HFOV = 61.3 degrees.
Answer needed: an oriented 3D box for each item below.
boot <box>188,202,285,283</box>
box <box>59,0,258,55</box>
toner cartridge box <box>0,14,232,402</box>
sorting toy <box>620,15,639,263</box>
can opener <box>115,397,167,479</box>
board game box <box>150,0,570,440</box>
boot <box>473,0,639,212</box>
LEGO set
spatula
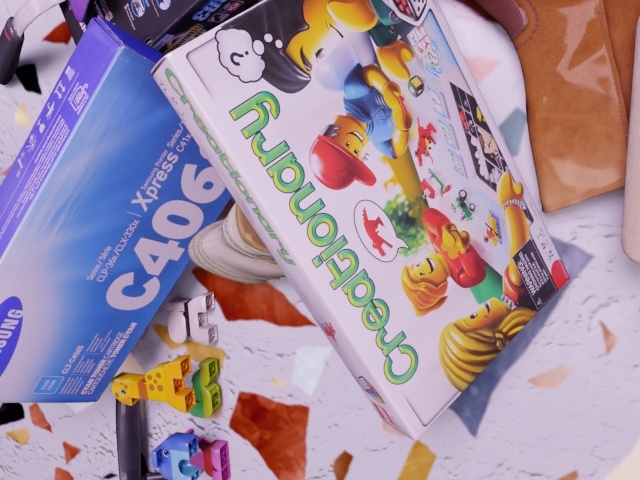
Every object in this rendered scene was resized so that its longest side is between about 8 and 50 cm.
[{"bbox_3d":[0.000,0.000,0.495,0.165,0.213,0.077,-23,67,59],"label":"boot"},{"bbox_3d":[-0.149,-0.321,0.452,0.293,0.073,0.296,-20,93,37],"label":"box"},{"bbox_3d":[-0.207,-0.002,0.498,0.348,0.165,0.075,-55,50,13],"label":"toner cartridge box"},{"bbox_3d":[0.313,-0.071,0.364,0.195,0.047,0.348,-3,101,-5],"label":"sorting toy"},{"bbox_3d":[-0.230,0.264,0.658,0.059,0.073,0.186,6,103,58],"label":"can opener"},{"bbox_3d":[0.050,-0.036,0.392,0.193,0.053,0.305,-39,108,-20],"label":"board game box"},{"bbox_3d":[0.152,-0.160,0.433,0.263,0.096,0.281,-18,103,15],"label":"boot"},{"bbox_3d":[-0.169,0.175,0.594,0.093,0.087,0.228,1,100,19],"label":"LEGO set"},{"bbox_3d":[-0.280,-0.218,0.524,0.296,0.030,0.084,-15,97,44],"label":"spatula"}]
